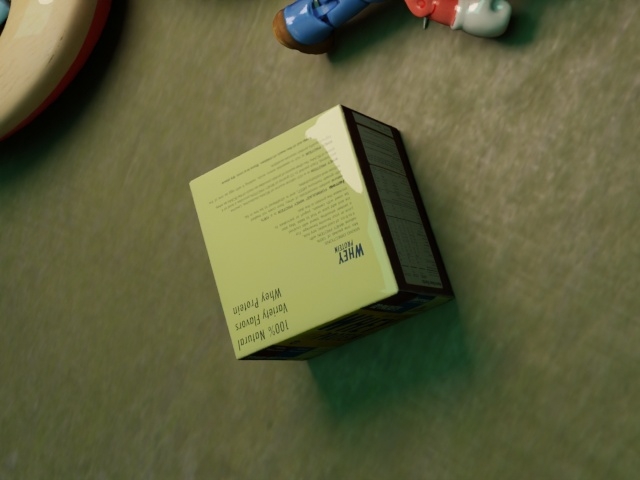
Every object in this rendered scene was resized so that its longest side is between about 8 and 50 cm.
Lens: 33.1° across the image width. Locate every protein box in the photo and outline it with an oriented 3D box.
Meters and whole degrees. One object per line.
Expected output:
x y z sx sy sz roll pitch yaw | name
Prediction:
0.000 0.000 1.131 0.200 0.136 0.201 -25 72 26 | protein box

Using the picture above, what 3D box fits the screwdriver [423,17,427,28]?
0.122 -0.313 1.157 0.025 0.024 0.170 14 95 2 | screwdriver

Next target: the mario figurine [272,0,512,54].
0.095 -0.302 1.119 0.320 0.198 0.170 -15 45 38 | mario figurine

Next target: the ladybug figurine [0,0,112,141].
-0.423 -0.274 1.399 0.449 0.162 0.305 -34 70 24 | ladybug figurine
